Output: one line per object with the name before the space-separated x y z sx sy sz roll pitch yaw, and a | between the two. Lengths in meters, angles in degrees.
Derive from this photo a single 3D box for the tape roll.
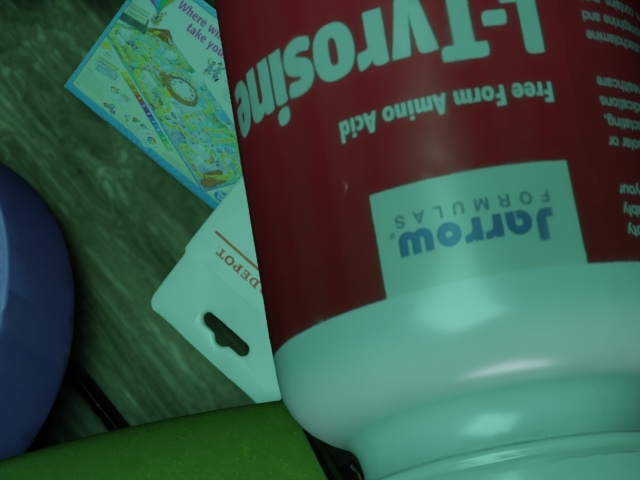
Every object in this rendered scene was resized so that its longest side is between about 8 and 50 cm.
tape roll | -0.300 0.053 1.263 0.274 0.090 0.275 -8 69 22

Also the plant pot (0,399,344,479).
plant pot | -0.113 0.220 1.136 0.293 0.275 0.275 -29 75 1

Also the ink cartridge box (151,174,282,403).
ink cartridge box | 0.000 0.000 1.207 0.115 0.067 0.198 41 96 19

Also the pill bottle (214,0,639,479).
pill bottle | 0.075 -0.027 1.028 0.229 0.229 0.408 -15 74 17

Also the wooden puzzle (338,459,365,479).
wooden puzzle | 0.014 0.172 1.213 0.049 0.006 0.083 -37 74 11

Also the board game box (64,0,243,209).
board game box | -0.080 -0.096 1.267 0.154 0.026 0.103 39 97 19
